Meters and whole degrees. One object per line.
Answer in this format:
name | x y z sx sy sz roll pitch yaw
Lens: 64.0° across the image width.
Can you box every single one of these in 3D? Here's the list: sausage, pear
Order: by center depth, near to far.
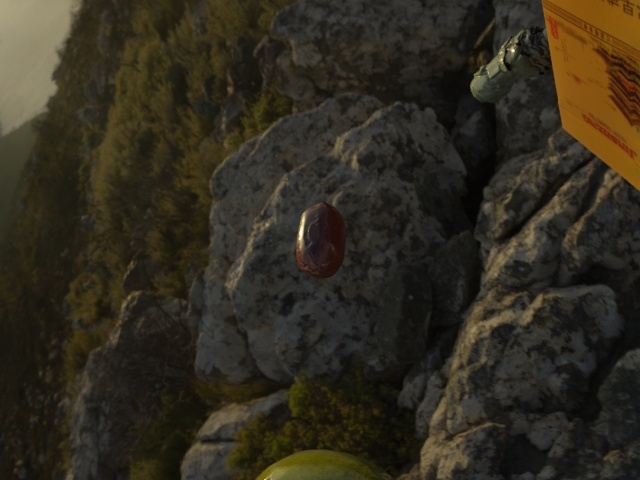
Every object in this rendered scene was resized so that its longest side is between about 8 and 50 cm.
sausage | 0.000 0.000 0.616 0.059 0.054 0.094 -7 58 24
pear | 0.015 0.474 0.851 0.307 0.253 0.252 -20 60 31

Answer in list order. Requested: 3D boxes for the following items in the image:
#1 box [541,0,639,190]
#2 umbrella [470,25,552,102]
box | 0.271 -0.171 0.437 0.076 0.274 0.174 -29 43 9
umbrella | 0.264 -0.238 0.694 0.062 0.067 0.143 -48 9 -34
